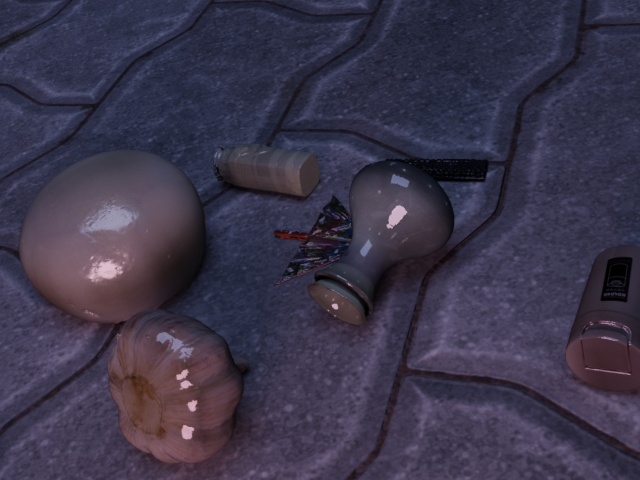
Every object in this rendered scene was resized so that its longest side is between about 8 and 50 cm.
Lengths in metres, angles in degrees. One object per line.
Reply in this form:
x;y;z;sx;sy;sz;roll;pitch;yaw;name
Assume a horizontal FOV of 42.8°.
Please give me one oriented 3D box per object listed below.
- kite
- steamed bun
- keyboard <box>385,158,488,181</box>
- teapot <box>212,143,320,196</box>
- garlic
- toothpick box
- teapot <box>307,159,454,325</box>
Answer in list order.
0.000;0.000;1.417;0.189;0.009;0.232;8;46;24;kite
-0.358;-0.023;1.400;0.324;0.206;0.324;-8;40;7;steamed bun
0.208;-0.132;1.500;0.195;0.018;0.060;2;41;18;keyboard
-0.100;-0.147;1.561;0.200;0.077;0.107;10;43;26;teapot
-0.178;0.187;1.148;0.218;0.218;0.212;17;21;31;garlic
0.406;0.104;1.107;0.111;0.111;0.181;10;45;25;toothpick box
0.090;0.005;1.278;0.183;0.183;0.251;20;64;33;teapot
